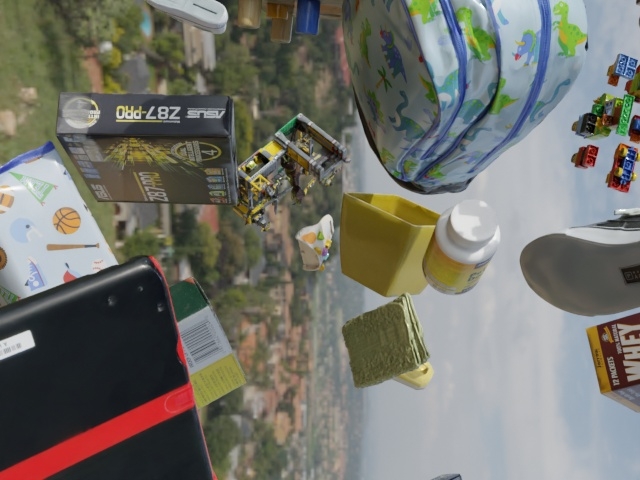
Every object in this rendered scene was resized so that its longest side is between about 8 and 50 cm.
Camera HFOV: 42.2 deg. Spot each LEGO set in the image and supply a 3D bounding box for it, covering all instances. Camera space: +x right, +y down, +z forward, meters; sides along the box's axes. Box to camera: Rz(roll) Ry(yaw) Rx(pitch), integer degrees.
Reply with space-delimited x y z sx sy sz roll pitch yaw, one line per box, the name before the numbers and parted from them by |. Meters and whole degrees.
LEGO set | -0.066 -0.146 2.126 0.331 0.192 0.255 -39 159 -30

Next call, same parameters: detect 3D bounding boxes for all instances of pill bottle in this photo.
pill bottle | 0.259 0.011 1.523 0.215 0.117 0.117 96 -5 -64

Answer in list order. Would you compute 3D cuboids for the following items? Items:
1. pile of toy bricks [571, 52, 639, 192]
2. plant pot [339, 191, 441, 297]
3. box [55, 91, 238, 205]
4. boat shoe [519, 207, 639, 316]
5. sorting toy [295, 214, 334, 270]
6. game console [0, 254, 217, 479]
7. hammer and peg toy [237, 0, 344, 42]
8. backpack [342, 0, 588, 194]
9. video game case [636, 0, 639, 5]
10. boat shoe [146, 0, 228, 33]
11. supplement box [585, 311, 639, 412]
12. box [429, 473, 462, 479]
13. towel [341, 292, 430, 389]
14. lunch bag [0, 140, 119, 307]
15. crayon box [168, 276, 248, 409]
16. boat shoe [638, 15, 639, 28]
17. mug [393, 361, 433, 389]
pile of toy bricks | 0.442 -0.183 1.281 0.105 0.118 0.212 167 -60 -78
plant pot | 0.165 0.015 1.887 0.212 0.212 0.187 -2 114 -49
box | -0.328 -0.175 1.676 0.395 0.318 0.097 106 -14 -73
boat shoe | 0.372 0.013 0.962 0.306 0.105 0.113 -20 -85 56
sorting toy | 0.000 0.000 1.325 0.075 0.045 0.083 -59 155 -30
game console | -0.296 0.224 0.806 0.060 0.387 0.342 24 -49 53
hammer and peg toy | 0.051 -0.387 1.345 0.266 0.361 0.127 -22 119 -74
backpack | 0.149 -0.219 0.937 0.355 0.273 0.290 -21 -100 61
video game case | 0.581 -0.440 1.221 0.042 0.210 0.232 174 -74 -79
boat shoe | -0.307 -0.507 1.798 0.083 0.226 0.076 -58 175 -17
supplement box | 0.625 0.216 1.516 0.191 0.194 0.129 28 49 -45
box | 0.232 0.601 1.642 0.183 0.059 0.232 -8 82 -43
towel | 0.091 0.147 1.186 0.148 0.027 0.110 -32 -118 42
lunch bag | -0.595 0.025 1.647 0.385 0.239 0.327 -13 -77 58
crayon box | -0.288 0.210 1.241 0.081 0.319 0.202 52 -15 42
boat shoe | 0.728 -0.340 1.639 0.285 0.103 0.092 45 42 -19
mug | 0.150 0.214 1.357 0.062 0.064 0.078 -58 176 3
